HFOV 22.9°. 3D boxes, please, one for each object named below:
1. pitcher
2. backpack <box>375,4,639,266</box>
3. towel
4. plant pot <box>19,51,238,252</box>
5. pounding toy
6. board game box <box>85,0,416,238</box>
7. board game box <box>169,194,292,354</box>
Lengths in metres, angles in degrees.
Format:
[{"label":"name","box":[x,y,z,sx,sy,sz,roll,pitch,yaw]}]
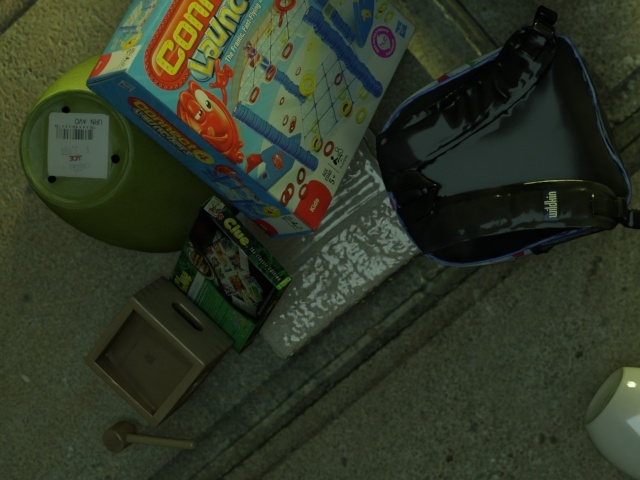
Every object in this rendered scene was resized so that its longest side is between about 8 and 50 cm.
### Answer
[{"label":"pitcher","box":[0.433,0.219,1.872,0.207,0.125,0.177,33,85,-2]},{"label":"backpack","box":[0.203,-0.093,1.850,0.263,0.213,0.276,-20,83,1]},{"label":"towel","box":[0.000,0.000,1.982,0.282,0.049,0.187,-41,84,12]},{"label":"plant pot","box":[-0.244,-0.112,1.903,0.275,0.293,0.274,1,93,13]},{"label":"pounding toy","box":[-0.203,0.183,2.020,0.181,0.094,0.206,42,120,6]},{"label":"board game box","box":[-0.069,-0.213,1.814,0.302,0.086,0.308,39,64,-30]},{"label":"board game box","box":[-0.113,0.047,1.918,0.136,0.259,0.030,45,66,5]}]
